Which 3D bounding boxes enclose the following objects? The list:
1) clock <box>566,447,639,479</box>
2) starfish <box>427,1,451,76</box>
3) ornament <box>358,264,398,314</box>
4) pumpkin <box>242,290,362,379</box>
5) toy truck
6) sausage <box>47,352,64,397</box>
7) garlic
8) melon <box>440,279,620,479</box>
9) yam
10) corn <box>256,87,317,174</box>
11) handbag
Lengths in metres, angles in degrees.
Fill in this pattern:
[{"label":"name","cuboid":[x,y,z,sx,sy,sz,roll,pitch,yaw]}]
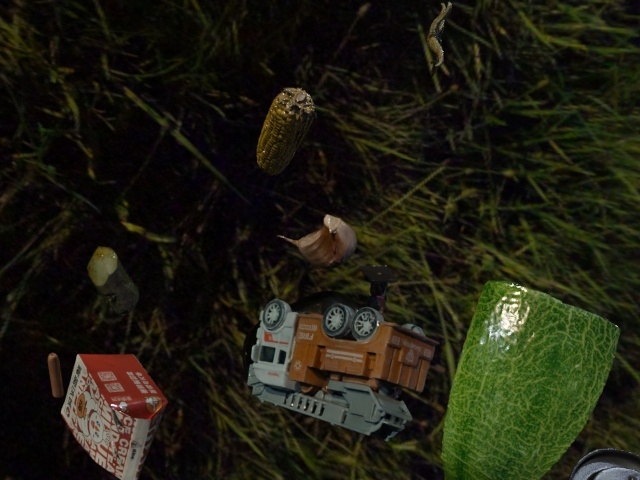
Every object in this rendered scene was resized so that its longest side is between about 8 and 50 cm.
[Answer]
[{"label":"clock","cuboid":[0.420,0.375,0.933,0.185,0.184,0.040,-26,144,-34]},{"label":"starfish","cuboid":[0.287,-0.496,1.679,0.223,0.050,0.216,102,5,-62]},{"label":"ornament","cuboid":[0.138,0.171,1.763,0.088,0.081,0.203,2,108,-17]},{"label":"pumpkin","cuboid":[-0.026,0.260,1.578,0.315,0.315,0.238,-19,80,-37]},{"label":"toy truck","cuboid":[0.007,0.202,1.107,0.133,0.338,0.184,27,70,-42]},{"label":"sausage","cuboid":[-0.585,0.297,1.517,0.026,0.026,0.116,-20,128,-37]},{"label":"garlic","cuboid":[0.001,0.007,1.598,0.128,0.198,0.090,44,59,-23]},{"label":"melon","cuboid":[0.269,0.233,0.963,0.124,0.196,0.323,47,65,-80]},{"label":"yam","cuboid":[-0.416,0.084,1.373,0.070,0.070,0.146,-42,134,-24]},{"label":"corn","cuboid":[-0.098,-0.279,1.765,0.115,0.115,0.318,-30,167,-32]},{"label":"handbag","cuboid":[-0.436,0.384,1.492,0.151,0.298,0.171,8,108,-41]}]
